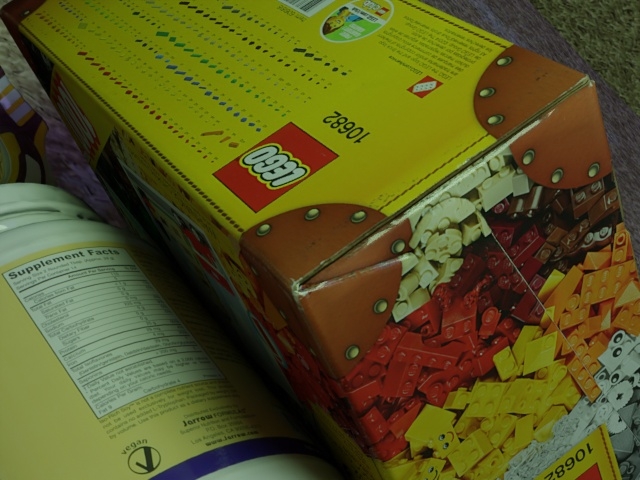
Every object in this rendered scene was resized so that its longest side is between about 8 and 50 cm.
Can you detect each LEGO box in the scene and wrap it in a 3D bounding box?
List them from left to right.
[{"bbox_3d":[0.000,0.000,0.809,0.500,0.193,0.372,40,-20,50],"label":"LEGO box"}]

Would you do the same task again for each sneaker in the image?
[{"bbox_3d":[-0.307,-0.120,1.038,0.084,0.070,0.185,9,56,-56],"label":"sneaker"}]

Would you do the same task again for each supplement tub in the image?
[{"bbox_3d":[-0.156,0.137,0.730,0.241,0.241,0.331,3,34,-47],"label":"supplement tub"}]
